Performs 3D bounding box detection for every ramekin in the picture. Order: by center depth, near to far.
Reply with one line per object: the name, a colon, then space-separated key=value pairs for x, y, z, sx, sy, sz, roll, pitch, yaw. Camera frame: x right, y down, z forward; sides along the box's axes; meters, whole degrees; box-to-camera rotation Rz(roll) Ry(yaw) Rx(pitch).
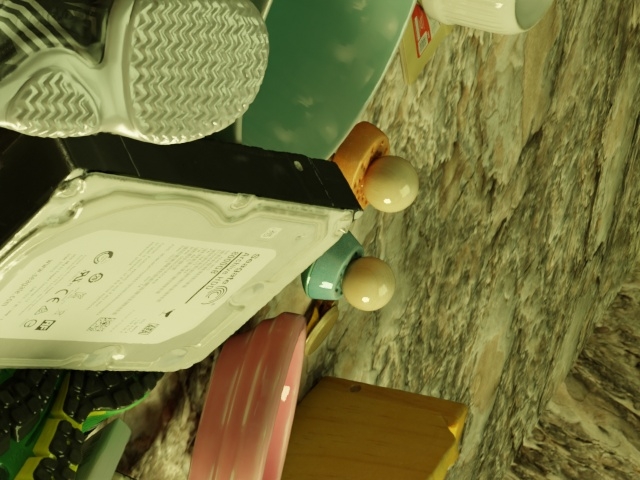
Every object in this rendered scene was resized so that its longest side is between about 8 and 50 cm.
ramekin: x=0.207 y=-0.330 z=2.003 sx=0.207 sy=0.109 sz=0.207 roll=-49 pitch=151 yaw=-38

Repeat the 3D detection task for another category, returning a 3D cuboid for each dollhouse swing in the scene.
dollhouse swing: x=0.015 y=0.408 z=2.296 sx=0.347 sy=0.315 sz=0.305 roll=-47 pitch=135 yaw=-42

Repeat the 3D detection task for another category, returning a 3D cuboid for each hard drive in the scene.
hard drive: x=-0.150 y=0.014 z=1.370 sx=0.237 sy=0.064 sz=0.339 roll=-41 pitch=154 yaw=26

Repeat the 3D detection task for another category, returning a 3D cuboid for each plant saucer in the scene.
plant saucer: x=-0.088 y=0.237 z=1.960 sx=0.332 sy=0.084 sz=0.332 roll=11 pitch=90 yaw=-86

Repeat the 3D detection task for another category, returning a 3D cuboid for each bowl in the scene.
bowl: x=-0.049 y=-0.209 z=1.481 sx=0.311 sy=0.163 sz=0.311 roll=-52 pitch=157 yaw=-32

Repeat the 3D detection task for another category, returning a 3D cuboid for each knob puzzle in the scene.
knob puzzle: x=0.130 y=-0.303 z=2.038 sx=0.213 sy=0.030 sz=0.213 roll=-49 pitch=152 yaw=-38

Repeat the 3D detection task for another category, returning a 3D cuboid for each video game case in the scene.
video game case: x=-0.254 y=0.249 z=1.491 sx=0.193 sy=0.023 sz=0.212 roll=-36 pitch=-168 yaw=14

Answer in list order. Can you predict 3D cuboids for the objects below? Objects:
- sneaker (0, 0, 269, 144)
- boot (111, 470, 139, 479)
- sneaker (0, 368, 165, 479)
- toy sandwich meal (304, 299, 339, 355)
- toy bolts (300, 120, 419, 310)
sneaker: x=-0.229 y=-0.159 z=1.128 sx=0.366 sy=0.210 sz=0.137 roll=5 pitch=113 yaw=-33
boot: x=-0.238 y=0.340 z=1.832 sx=0.189 sy=0.076 sz=0.208 roll=38 pitch=72 yaw=-58
sneaker: x=-0.250 y=0.136 z=1.510 sx=0.146 sy=0.134 sz=0.343 roll=-32 pitch=-166 yaw=41
toy sandwich meal: x=-0.006 y=0.106 z=2.218 sx=0.085 sy=0.029 sz=0.085 roll=-52 pitch=168 yaw=-15
toy bolts: x=0.000 y=0.000 z=1.888 sx=0.218 sy=0.158 sz=0.228 roll=-52 pitch=158 yaw=-31
